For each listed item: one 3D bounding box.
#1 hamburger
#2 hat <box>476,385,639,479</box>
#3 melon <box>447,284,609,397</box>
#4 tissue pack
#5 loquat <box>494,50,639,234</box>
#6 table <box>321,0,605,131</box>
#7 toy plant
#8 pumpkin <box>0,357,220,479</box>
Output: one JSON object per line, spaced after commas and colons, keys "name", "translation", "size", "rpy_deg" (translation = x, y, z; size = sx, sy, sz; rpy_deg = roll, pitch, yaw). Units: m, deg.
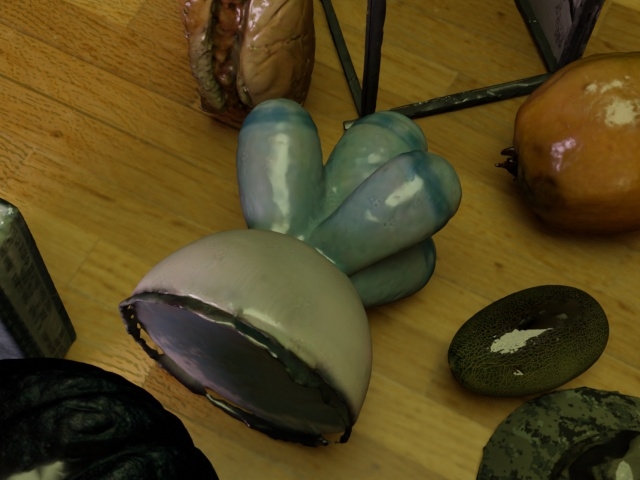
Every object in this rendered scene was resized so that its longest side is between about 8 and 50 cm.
{"name": "hamburger", "translation": [-0.081, -0.268, 0.974], "size": [0.145, 0.283, 0.259], "rpy_deg": [-9, 68, 3]}
{"name": "hat", "translation": [0.273, 0.237, 0.822], "size": [0.265, 0.128, 0.265], "rpy_deg": [1, 67, -2]}
{"name": "melon", "translation": [0.198, 0.098, 0.904], "size": [0.162, 0.099, 0.099], "rpy_deg": [-19, 66, -12]}
{"name": "tissue pack", "translation": [-0.332, 0.027, 0.836], "size": [0.185, 0.257, 0.081], "rpy_deg": [19, 62, 8]}
{"name": "loquat", "translation": [0.293, -0.095, 0.955], "size": [0.234, 0.176, 0.187], "rpy_deg": [-11, 106, 4]}
{"name": "table", "translation": [0.133, -0.310, 0.973], "size": [0.272, 0.335, 0.222], "rpy_deg": [-12, 65, -6]}
{"name": "toy plant", "translation": [0.000, 0.000, 0.886], "size": [0.247, 0.247, 0.332], "rpy_deg": [26, 62, 11]}
{"name": "pumpkin", "translation": [-0.181, 0.252, 0.672], "size": [0.266, 0.363, 0.363], "rpy_deg": [-35, 69, -17]}
